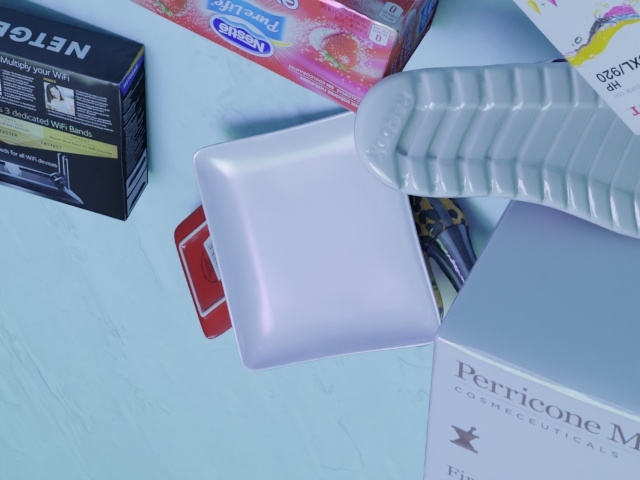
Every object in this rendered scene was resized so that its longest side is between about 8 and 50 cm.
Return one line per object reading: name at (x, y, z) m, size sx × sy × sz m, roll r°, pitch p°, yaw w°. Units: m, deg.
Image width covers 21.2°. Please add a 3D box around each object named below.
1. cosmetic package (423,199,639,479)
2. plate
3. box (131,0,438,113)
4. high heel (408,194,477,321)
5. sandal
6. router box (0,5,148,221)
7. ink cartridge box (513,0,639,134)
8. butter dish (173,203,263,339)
cosmetic package at (0.318, 0.157, 1.799) m, size 0.329 × 0.327 × 0.393 m, roll 21°, pitch 143°, yaw 18°
plate at (0.000, 0.000, 1.988) m, size 0.277 × 0.045 × 0.278 m, roll -12°, pitch 94°, yaw 32°
box at (-0.036, -0.274, 1.711) m, size 0.300 × 0.154 × 0.142 m, roll 26°, pitch 145°, yaw 8°
high heel at (0.121, 0.027, 2.047) m, size 0.186 × 0.093 × 0.261 m, roll 63°, pitch 158°, yaw 1°
sandal at (0.240, -0.104, 1.676) m, size 0.416 × 0.169 × 0.102 m, roll 10°, pitch -171°, yaw -5°
router box at (-0.371, -0.169, 2.122) m, size 0.309 × 0.081 × 0.243 m, roll 16°, pitch 140°, yaw 9°
ink cartridge box at (0.286, -0.245, 1.472) m, size 0.233 × 0.168 × 0.171 m, roll 45°, pitch 143°, yaw -17°
butter dish at (-0.094, 0.025, 2.162) m, size 0.160 × 0.118 × 0.160 m, roll -38°, pitch 65°, yaw 50°
